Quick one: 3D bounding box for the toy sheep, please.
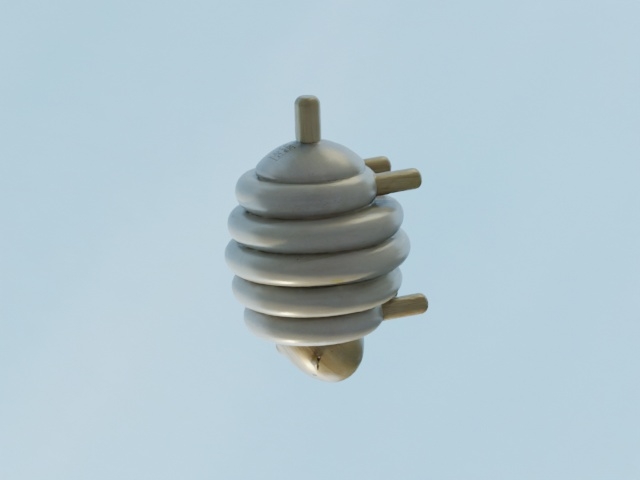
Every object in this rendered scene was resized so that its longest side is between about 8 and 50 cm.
[{"bbox_3d":[0.000,0.000,0.849,0.091,0.091,0.132,-9,-78,-19],"label":"toy sheep"}]
